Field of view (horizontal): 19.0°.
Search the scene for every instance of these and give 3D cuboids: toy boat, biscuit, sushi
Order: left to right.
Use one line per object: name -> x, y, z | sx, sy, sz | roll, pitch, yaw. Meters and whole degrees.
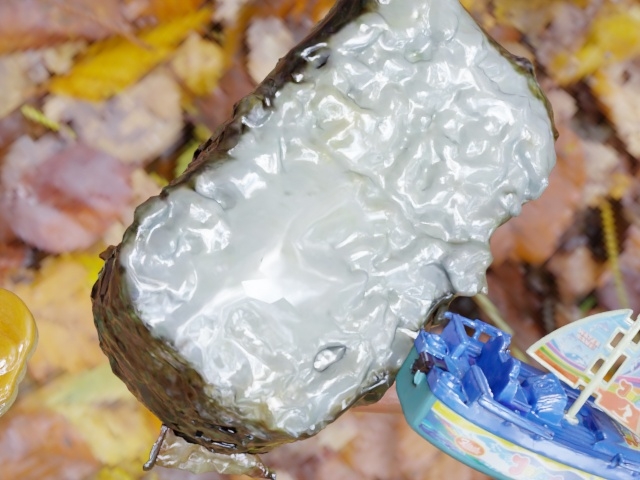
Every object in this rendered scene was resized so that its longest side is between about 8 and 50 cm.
biscuit -> -0.383, 0.114, 1.992 | 0.170, 0.170, 0.050 | -29, 150, -12
sushi -> 0.000, 0.000, 1.172 | 0.343, 0.196, 0.182 | -49, 176, -17
toy boat -> 0.133, 0.071, 0.905 | 0.175, 0.091, 0.110 | 25, 111, -21

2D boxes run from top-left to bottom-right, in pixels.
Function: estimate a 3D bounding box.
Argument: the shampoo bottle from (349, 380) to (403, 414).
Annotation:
shampoo bottle -> 0.075, 0.154, 2.135 | 0.244, 0.085, 0.085 | 2, 127, 9
